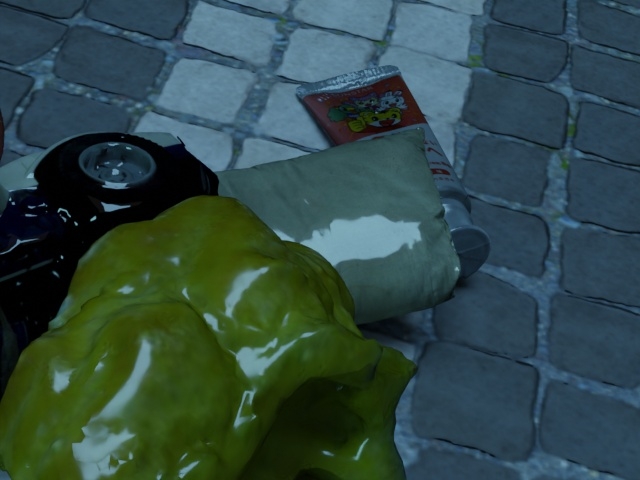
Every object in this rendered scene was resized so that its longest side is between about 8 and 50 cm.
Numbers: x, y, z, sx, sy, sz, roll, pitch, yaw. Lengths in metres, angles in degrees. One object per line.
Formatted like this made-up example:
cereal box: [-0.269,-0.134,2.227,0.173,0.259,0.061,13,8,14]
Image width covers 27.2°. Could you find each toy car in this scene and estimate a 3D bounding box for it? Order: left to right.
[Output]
toy car: [-0.185,0.039,0.741,0.301,0.193,0.118,-19,46,-34]

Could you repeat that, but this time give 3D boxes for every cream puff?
cream puff: [-0.050,0.125,0.631,0.185,0.282,0.282,19,43,5]

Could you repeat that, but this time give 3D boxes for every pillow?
pillow: [0.000,0.000,0.889,0.181,0.078,0.134,-14,55,-7]

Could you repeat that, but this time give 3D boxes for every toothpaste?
toothpaste: [0.059,-0.061,1.008,0.089,0.057,0.234,-14,42,-13]

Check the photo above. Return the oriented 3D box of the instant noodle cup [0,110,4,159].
instant noodle cup: [-0.343,-0.039,0.846,0.274,0.090,0.274,7,43,-7]
